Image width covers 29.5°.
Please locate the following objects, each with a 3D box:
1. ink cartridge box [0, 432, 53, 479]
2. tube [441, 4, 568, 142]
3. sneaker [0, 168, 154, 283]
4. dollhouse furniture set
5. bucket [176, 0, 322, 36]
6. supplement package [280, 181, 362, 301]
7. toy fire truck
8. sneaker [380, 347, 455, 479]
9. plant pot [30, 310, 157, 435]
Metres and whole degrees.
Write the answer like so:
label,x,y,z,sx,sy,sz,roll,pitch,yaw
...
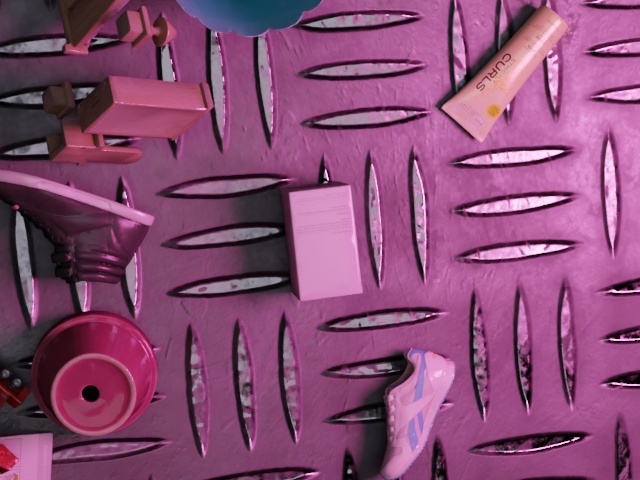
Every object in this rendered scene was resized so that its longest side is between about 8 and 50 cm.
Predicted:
label,x,y,z,sx,sy,sz,roll,pitch,yaw
ink cartridge box,-0.561,0.441,1.962,0.239,0.060,0.275,1,96,-33
tube,0.314,-0.281,2.027,0.240,0.062,0.070,-49,61,3
sneaker,-0.421,-0.016,1.905,0.295,0.104,0.147,18,88,-15
dollhouse furniture set,-0.312,-0.335,1.888,0.173,0.303,0.356,1,67,-40
bucket,-0.121,-0.462,1.828,0.281,0.183,0.281,-6,120,-10
supplement package,0.000,0.000,1.980,0.105,0.105,0.179,-7,97,-10
toy fire truck,-0.533,0.261,1.918,0.192,0.047,0.135,42,57,-12
sneaker,0.144,0.293,2.055,0.092,0.087,0.229,24,85,-4
plant pot,-0.354,0.222,1.908,0.201,0.180,0.201,-1,97,-10
